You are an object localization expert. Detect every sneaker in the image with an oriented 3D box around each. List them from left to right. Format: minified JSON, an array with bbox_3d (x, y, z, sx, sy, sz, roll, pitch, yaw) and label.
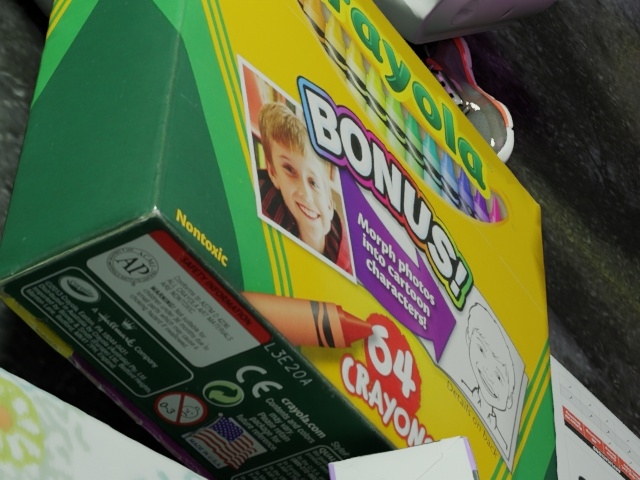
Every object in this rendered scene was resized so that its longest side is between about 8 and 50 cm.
[{"bbox_3d":[0.096,-0.111,1.401,0.065,0.061,0.158,17,36,-41],"label":"sneaker"}]

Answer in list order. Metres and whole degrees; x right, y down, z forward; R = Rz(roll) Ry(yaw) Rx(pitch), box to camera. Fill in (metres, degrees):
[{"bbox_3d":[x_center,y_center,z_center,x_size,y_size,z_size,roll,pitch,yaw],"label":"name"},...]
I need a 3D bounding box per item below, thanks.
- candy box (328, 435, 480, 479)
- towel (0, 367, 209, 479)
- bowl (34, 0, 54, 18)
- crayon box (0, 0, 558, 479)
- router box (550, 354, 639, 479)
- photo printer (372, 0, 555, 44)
[{"bbox_3d":[0.059,0.216,0.801,0.165,0.070,0.196,-100,179,-63],"label":"candy box"},{"bbox_3d":[-0.108,0.199,0.640,0.374,0.090,0.320,36,30,-39],"label":"towel"},{"bbox_3d":[-0.147,-0.188,1.036,0.142,0.053,0.142,56,24,-12],"label":"bowl"},{"bbox_3d":[0.000,0.000,0.969,0.363,0.106,0.313,47,32,-36],"label":"crayon box"},{"bbox_3d":[0.216,0.279,1.131,0.335,0.082,0.301,43,29,-28],"label":"router box"},{"bbox_3d":[0.059,-0.273,1.409,0.256,0.107,0.307,48,24,10],"label":"photo printer"}]
